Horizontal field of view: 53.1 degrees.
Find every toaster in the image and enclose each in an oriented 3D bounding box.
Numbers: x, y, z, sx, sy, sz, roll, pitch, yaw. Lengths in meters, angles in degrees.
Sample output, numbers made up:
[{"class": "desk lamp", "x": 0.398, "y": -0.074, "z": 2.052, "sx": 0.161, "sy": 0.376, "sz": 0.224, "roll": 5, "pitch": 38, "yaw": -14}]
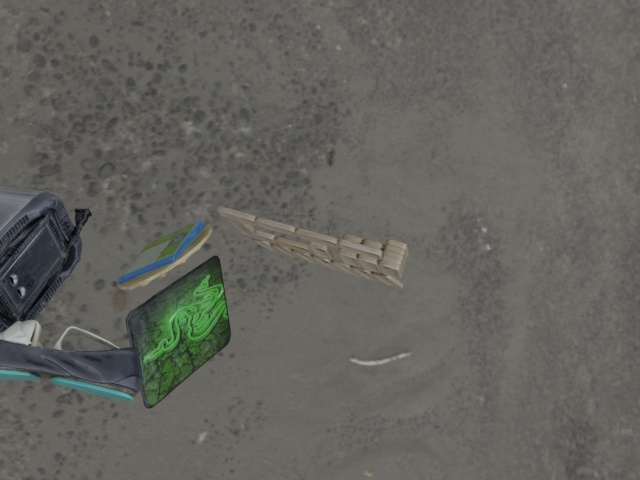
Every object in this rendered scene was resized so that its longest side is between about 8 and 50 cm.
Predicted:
[{"class": "toaster", "x": -0.391, "y": 0.019, "z": 0.748, "sx": 0.129, "sy": 0.146, "sz": 0.227, "roll": 86, "pitch": 20, "yaw": -48}]

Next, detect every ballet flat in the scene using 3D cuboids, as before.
[{"class": "ballet flat", "x": -0.288, "y": 0.122, "z": 0.678, "sx": 0.203, "sy": 0.074, "sz": 0.074, "roll": 11, "pitch": 79, "yaw": -12}]

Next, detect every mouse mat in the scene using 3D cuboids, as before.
[{"class": "mouse mat", "x": -0.189, "y": 0.123, "z": 0.890, "sx": 0.189, "sy": 0.007, "sz": 0.152, "roll": -40, "pitch": 132, "yaw": -51}]

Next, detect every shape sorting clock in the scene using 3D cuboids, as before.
[{"class": "shape sorting clock", "x": -0.295, "y": 0.031, "z": 1.225, "sx": 0.206, "sy": 0.206, "sz": 0.040, "roll": -48, "pitch": 117, "yaw": -33}]

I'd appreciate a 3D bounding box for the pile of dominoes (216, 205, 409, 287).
[{"class": "pile of dominoes", "x": 0.000, "y": 0.000, "z": 0.914, "sx": 0.196, "sy": 0.251, "sz": 0.040, "roll": 53, "pitch": 54, "yaw": -70}]
